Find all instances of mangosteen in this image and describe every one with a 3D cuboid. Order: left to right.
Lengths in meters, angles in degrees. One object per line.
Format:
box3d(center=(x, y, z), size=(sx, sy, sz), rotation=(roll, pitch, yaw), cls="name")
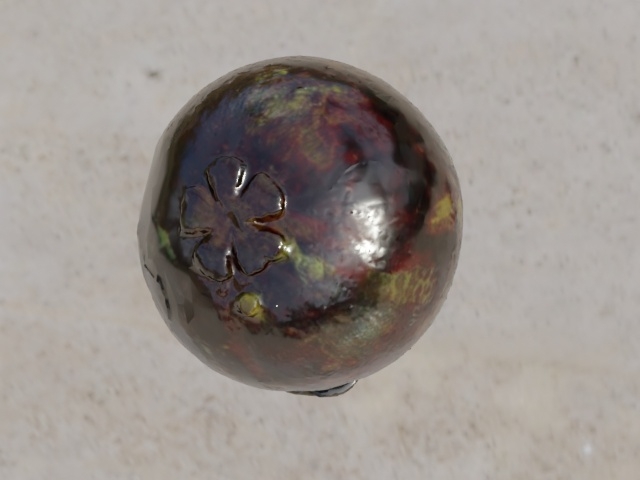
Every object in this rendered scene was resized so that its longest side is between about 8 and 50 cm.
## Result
box3d(center=(0.000, 0.000, 1.343), size=(0.231, 0.289, 0.231), rotation=(-6, 73, 20), cls="mangosteen")
